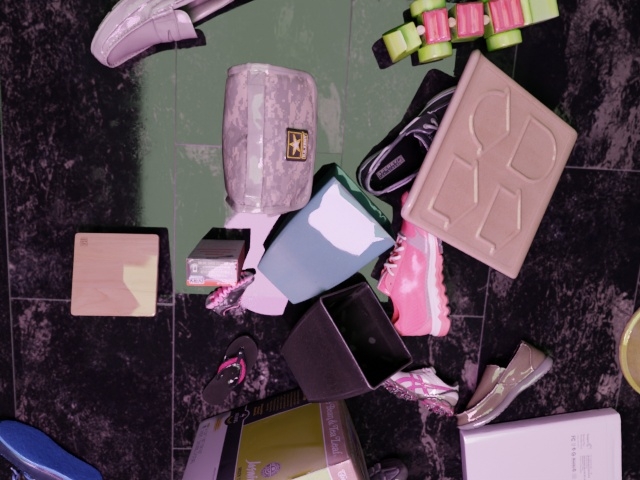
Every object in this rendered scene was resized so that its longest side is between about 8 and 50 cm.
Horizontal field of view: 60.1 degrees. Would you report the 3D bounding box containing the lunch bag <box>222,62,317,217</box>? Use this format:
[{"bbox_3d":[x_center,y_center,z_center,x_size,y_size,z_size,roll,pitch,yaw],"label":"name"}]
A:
[{"bbox_3d":[-0.093,-0.173,0.970,0.169,0.287,0.235,3,100,-4],"label":"lunch bag"}]

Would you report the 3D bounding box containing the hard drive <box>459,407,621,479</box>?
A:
[{"bbox_3d":[0.502,0.517,1.261,0.353,0.047,0.233,-7,102,-2],"label":"hard drive"}]

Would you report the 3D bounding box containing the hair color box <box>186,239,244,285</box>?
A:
[{"bbox_3d":[-0.198,0.040,1.066,0.093,0.167,0.053,2,101,-3],"label":"hair color box"}]

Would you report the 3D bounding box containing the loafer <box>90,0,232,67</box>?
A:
[{"bbox_3d":[-0.268,-0.411,1.002,0.319,0.112,0.111,-36,92,4],"label":"loafer"}]

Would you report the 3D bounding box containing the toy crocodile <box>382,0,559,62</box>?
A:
[{"bbox_3d":[0.280,-0.409,1.035,0.341,0.105,0.115,-12,102,-1],"label":"toy crocodile"}]

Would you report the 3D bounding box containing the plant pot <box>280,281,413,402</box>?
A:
[{"bbox_3d":[0.036,0.215,1.088,0.167,0.188,0.187,-38,76,29],"label":"plant pot"}]

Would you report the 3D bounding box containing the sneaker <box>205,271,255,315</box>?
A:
[{"bbox_3d":[-0.179,0.112,1.149,0.119,0.047,0.057,-36,117,7],"label":"sneaker"}]

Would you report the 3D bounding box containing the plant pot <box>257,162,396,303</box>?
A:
[{"bbox_3d":[0.000,0.000,1.075,0.234,0.165,0.165,-42,100,12],"label":"plant pot"}]

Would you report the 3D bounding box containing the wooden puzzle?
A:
[{"bbox_3d":[0.318,-0.131,1.050,0.348,0.080,0.322,26,88,-32],"label":"wooden puzzle"}]

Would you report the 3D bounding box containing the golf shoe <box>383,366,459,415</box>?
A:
[{"bbox_3d":[0.211,0.309,1.202,0.186,0.067,0.086,24,67,-3],"label":"golf shoe"}]

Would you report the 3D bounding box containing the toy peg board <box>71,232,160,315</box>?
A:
[{"bbox_3d":[-0.404,0.069,1.118,0.161,0.079,0.160,1,85,-4],"label":"toy peg board"}]

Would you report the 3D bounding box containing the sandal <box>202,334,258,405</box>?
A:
[{"bbox_3d":[-0.190,0.283,1.178,0.067,0.040,0.179,32,98,-8],"label":"sandal"}]

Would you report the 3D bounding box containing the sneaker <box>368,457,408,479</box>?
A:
[{"bbox_3d":[0.137,0.592,1.245,0.132,0.086,0.229,43,106,-15],"label":"sneaker"}]

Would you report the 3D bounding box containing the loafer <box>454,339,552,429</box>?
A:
[{"bbox_3d":[0.382,0.312,1.202,0.251,0.094,0.087,-39,76,-5],"label":"loafer"}]

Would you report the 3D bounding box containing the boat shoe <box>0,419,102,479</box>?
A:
[{"bbox_3d":[-0.592,0.485,1.165,0.258,0.109,0.089,41,100,-8],"label":"boat shoe"}]

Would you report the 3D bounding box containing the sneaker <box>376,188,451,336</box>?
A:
[{"bbox_3d":[0.177,0.056,1.118,0.136,0.116,0.313,-10,101,2],"label":"sneaker"}]

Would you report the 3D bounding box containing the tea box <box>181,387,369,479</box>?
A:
[{"bbox_3d":[-0.074,0.470,1.076,0.324,0.329,0.220,-20,101,1],"label":"tea box"}]

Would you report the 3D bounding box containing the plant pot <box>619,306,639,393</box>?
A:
[{"bbox_3d":[0.812,0.261,1.122,0.276,0.254,0.276,-1,101,-4],"label":"plant pot"}]

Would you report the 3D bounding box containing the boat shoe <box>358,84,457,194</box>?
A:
[{"bbox_3d":[0.203,-0.194,1.074,0.301,0.102,0.108,-36,101,4],"label":"boat shoe"}]
